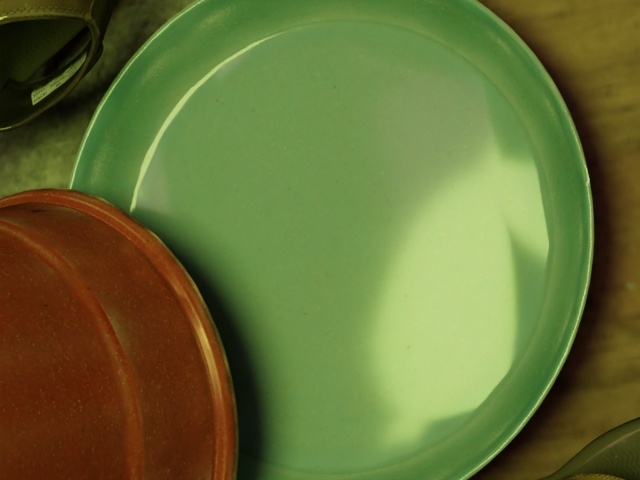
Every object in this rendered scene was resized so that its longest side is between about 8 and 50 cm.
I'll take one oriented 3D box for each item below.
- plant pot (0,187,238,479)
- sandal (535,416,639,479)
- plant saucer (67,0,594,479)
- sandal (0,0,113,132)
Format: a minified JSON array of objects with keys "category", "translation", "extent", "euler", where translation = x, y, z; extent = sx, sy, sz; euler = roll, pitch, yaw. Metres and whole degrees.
[{"category":"plant pot","translation":[-0.229,0.111,0.734],"extent":[0.272,0.265,0.272],"euler":[2,94,33]},{"category":"sandal","translation":[0.124,0.148,0.719],"extent":[0.219,0.060,0.090],"euler":[-16,84,4]},{"category":"plant saucer","translation":[0.000,0.000,0.808],"extent":[0.317,0.043,0.318],"euler":[-2,84,21]},{"category":"sandal","translation":[-0.174,-0.109,0.807],"extent":[0.086,0.120,0.303],"euler":[27,66,23]}]
